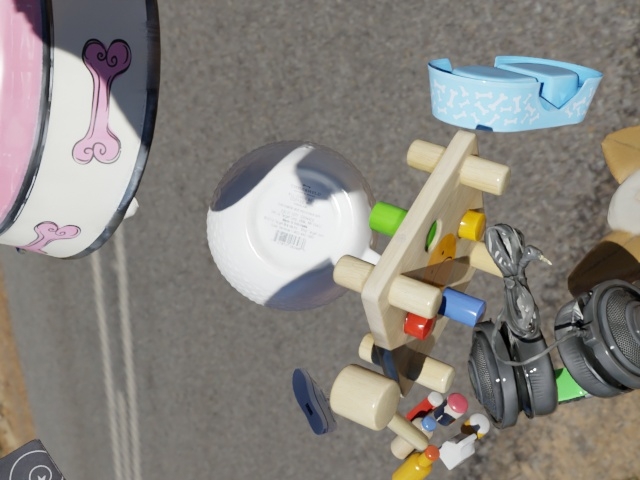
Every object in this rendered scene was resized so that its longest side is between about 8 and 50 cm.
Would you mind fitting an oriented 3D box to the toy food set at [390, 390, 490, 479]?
[{"bbox_3d":[0.203,0.310,1.676,0.111,0.232,0.104,55,135,19],"label":"toy food set"}]

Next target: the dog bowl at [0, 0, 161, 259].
[{"bbox_3d":[-0.331,-0.181,1.073,0.408,0.150,0.407,3,94,51],"label":"dog bowl"}]

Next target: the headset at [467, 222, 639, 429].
[{"bbox_3d":[0.276,0.108,1.196,0.244,0.394,0.185,-21,68,19],"label":"headset"}]

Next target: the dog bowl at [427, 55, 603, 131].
[{"bbox_3d":[0.275,-0.211,1.459,0.166,0.297,0.074,25,116,42],"label":"dog bowl"}]

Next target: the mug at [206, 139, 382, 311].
[{"bbox_3d":[0.000,0.000,1.612,0.374,0.276,0.328,31,176,-3],"label":"mug"}]

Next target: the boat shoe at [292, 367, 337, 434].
[{"bbox_3d":[-0.005,0.214,1.366,0.035,0.035,0.100,-55,50,35],"label":"boat shoe"}]

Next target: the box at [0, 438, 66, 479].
[{"bbox_3d":[-0.205,0.291,0.723,0.247,0.142,0.163,55,145,5],"label":"box"}]

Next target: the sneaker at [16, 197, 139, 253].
[{"bbox_3d":[-0.448,-0.033,1.876,0.090,0.235,0.094,84,175,-60],"label":"sneaker"}]

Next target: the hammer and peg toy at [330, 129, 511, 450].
[{"bbox_3d":[0.107,0.077,1.221,0.127,0.361,0.266,20,153,25],"label":"hammer and peg toy"}]

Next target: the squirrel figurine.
[{"bbox_3d":[0.630,0.006,1.498,0.370,0.281,0.397,33,148,-30],"label":"squirrel figurine"}]
